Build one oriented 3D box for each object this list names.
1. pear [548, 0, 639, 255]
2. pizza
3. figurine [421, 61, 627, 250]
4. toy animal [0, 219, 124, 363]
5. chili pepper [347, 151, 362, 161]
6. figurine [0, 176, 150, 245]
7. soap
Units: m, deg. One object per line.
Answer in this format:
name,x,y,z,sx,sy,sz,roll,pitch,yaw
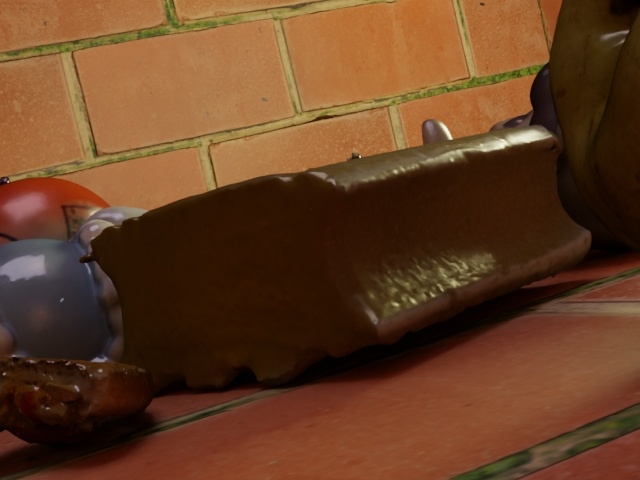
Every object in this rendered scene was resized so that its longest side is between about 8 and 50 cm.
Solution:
pear,0.283,-0.100,0.582,0.303,0.304,0.304,-13,3,1
pizza,-0.214,0.109,0.755,0.198,0.062,0.188,3,-10,0
figurine,0.222,-0.060,1.117,0.380,0.203,0.248,-26,-17,22
toy animal,-0.244,0.067,1.015,0.204,0.156,0.208,-19,8,-21
chili pepper,0.004,0.003,1.297,0.134,0.131,0.338,13,-13,-25
figurine,-0.306,0.027,1.300,0.323,0.196,0.320,10,1,43
soap,0.021,0.011,0.931,0.293,0.156,0.335,-17,-1,44
